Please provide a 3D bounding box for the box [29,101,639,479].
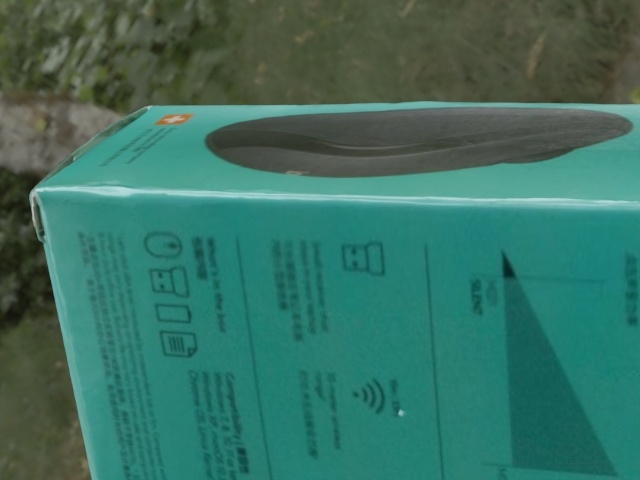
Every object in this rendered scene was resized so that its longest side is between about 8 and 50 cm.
[{"bbox_3d":[0.053,0.051,0.573,0.311,0.205,0.118,1,27,19],"label":"box"}]
